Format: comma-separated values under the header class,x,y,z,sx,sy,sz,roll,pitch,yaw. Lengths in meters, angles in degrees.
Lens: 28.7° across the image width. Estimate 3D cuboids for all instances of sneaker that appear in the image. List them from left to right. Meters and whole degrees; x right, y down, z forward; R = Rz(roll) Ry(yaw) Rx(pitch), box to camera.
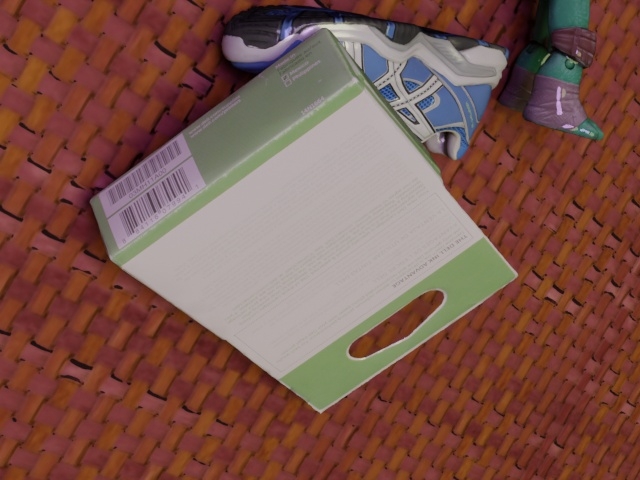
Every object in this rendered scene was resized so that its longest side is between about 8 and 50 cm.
class,x,y,z,sx,sy,sz,roll,pitch,yaw
sneaker,0.032,-0.096,0.765,0.211,0.080,0.081,5,104,-37

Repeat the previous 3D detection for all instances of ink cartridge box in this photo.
class,x,y,z,sx,sy,sz,roll,pitch,yaw
ink cartridge box,0.000,0.000,0.763,0.171,0.056,0.235,-36,140,10

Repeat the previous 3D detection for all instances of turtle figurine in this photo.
class,x,y,z,sx,sy,sz,roll,pitch,yaw
turtle figurine,0.185,-0.189,0.823,0.175,0.118,0.234,-38,146,-74
